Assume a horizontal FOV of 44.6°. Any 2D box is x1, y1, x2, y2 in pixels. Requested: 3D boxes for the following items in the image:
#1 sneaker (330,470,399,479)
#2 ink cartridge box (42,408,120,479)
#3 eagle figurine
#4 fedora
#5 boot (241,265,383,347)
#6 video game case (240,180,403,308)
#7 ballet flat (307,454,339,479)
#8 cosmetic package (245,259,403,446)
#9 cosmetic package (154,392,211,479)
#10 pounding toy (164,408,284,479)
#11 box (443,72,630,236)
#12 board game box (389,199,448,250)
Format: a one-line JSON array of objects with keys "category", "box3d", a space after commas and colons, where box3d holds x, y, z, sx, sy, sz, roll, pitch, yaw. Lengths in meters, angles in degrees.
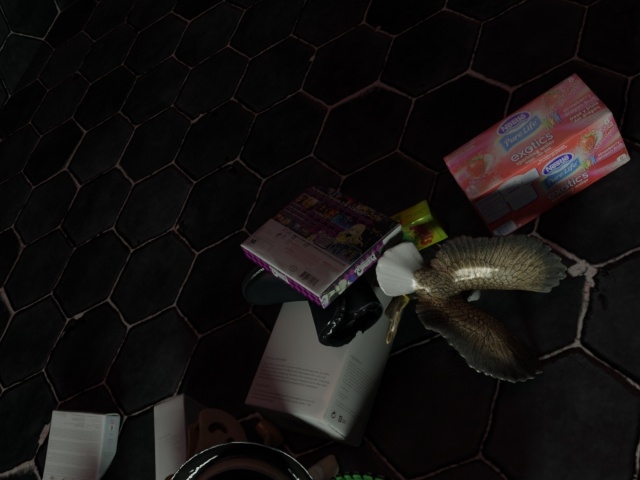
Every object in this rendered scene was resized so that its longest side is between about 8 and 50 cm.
[{"category": "sneaker", "box3d": [0.139, 0.471, 1.268, 0.344, 0.134, 0.146, 7, 68, 40]}, {"category": "ink cartridge box", "box3d": [-0.559, 0.512, 1.805, 0.189, 0.066, 0.232, -4, 78, 33]}, {"category": "eagle figurine", "box3d": [0.263, 0.097, 1.405, 0.298, 0.226, 0.225, 13, 37, 39]}, {"category": "fedora", "box3d": [-0.138, 0.515, 1.301, 0.334, 0.334, 0.152, -40, 6, 5]}, {"category": "boot", "box3d": [-0.021, 0.111, 1.447, 0.247, 0.094, 0.207, -25, 46, 6]}, {"category": "video game case", "box3d": [0.000, 0.000, 1.447, 0.210, 0.041, 0.232, -42, 46, -21]}, {"category": "ballet flat", "box3d": [-0.027, 0.466, 1.444, 0.057, 0.052, 0.168, 27, 77, 44]}, {"category": "cosmetic package", "box3d": [0.024, 0.192, 1.534, 0.197, 0.155, 0.365, 5, 61, 37]}, {"category": "cosmetic package", "box3d": [-0.271, 0.442, 1.591, 0.086, 0.117, 0.231, -26, 49, 17]}, {"category": "pounding toy", "box3d": [-0.193, 0.396, 1.469, 0.269, 0.154, 0.155, -38, -11, -47]}, {"category": "box", "box3d": [0.415, -0.159, 1.512, 0.300, 0.154, 0.142, -33, 46, 12]}, {"category": "board game box", "box3d": [0.162, -0.008, 1.624, 0.181, 0.092, 0.043, -26, 47, 18]}]
